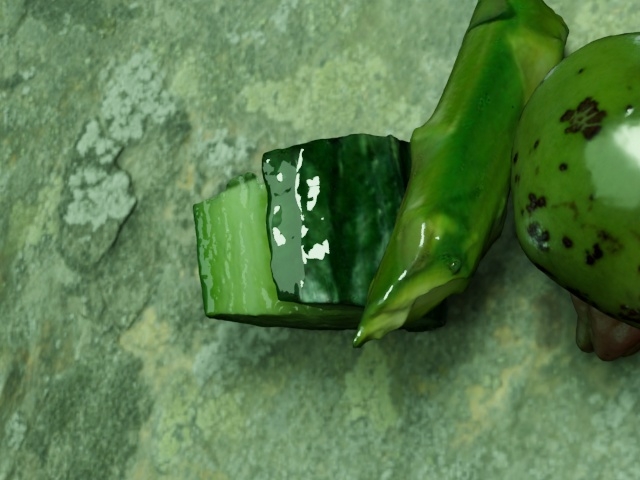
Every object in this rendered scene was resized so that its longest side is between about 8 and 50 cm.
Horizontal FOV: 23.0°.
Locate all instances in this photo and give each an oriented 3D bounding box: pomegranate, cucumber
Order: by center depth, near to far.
[{"bbox_3d":[0.221,-0.009,1.038,0.214,0.214,0.248,40,135,31],"label":"pomegranate"},{"bbox_3d":[0.006,0.002,1.172,0.191,0.191,0.130,-8,75,30],"label":"cucumber"}]

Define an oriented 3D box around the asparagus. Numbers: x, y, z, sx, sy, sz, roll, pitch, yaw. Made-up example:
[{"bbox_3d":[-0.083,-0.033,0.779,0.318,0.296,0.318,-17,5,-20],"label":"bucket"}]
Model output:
[{"bbox_3d":[0.105,-0.060,1.098,0.085,0.082,0.343,17,55,9],"label":"asparagus"}]
